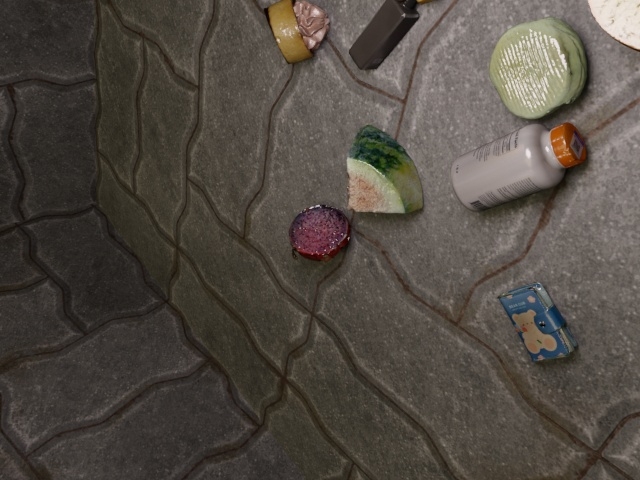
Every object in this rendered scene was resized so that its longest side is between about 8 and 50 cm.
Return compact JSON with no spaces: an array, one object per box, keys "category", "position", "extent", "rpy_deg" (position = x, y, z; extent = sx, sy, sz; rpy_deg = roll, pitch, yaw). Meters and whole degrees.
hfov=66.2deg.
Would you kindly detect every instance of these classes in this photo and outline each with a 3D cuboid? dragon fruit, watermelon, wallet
[{"category":"dragon fruit","position":[0.003,-0.003,1.776],"extent":[0.148,0.218,0.224],"rpy_deg":[73,-163,-58]},{"category":"watermelon","position":[0.179,-0.198,1.529],"extent":[0.231,0.193,0.310],"rpy_deg":[-36,93,30]},{"category":"wallet","position":[0.583,0.219,1.318],"extent":[0.202,0.059,0.141],"rpy_deg":[63,146,8]}]

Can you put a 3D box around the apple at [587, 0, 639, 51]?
[{"category":"apple","position":[0.647,-0.463,0.768],"extent":[0.365,0.295,0.329],"rpy_deg":[35,164,33]}]

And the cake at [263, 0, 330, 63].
[{"category":"cake","position":[-0.062,-0.677,1.542],"extent":[0.178,0.185,0.208],"rpy_deg":[-25,60,9]}]

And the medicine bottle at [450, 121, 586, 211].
[{"category":"medicine bottle","position":[0.472,-0.180,1.181],"extent":[0.288,0.157,0.157],"rpy_deg":[-21,91,49]}]

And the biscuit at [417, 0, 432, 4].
[{"category":"biscuit","position":[0.233,-0.707,1.245],"extent":[0.184,0.035,0.249],"rpy_deg":[-47,61,20]}]

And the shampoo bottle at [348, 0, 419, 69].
[{"category":"shampoo bottle","position":[0.183,-0.588,1.370],"extent":[0.246,0.080,0.079],"rpy_deg":[-41,76,48]}]

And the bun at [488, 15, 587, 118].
[{"category":"bun","position":[0.492,-0.390,1.104],"extent":[0.221,0.108,0.221],"rpy_deg":[34,136,40]}]
